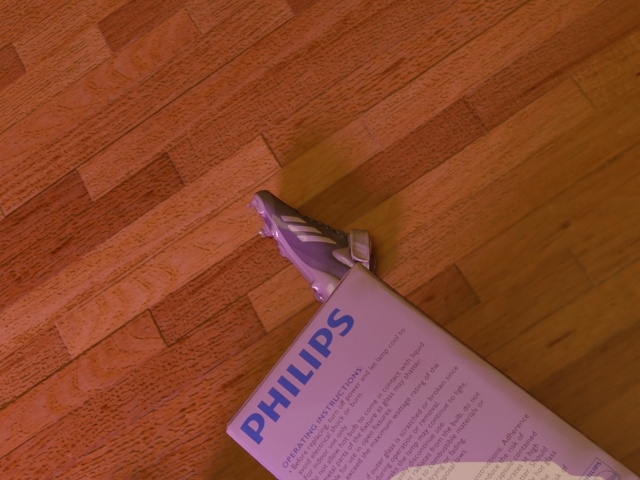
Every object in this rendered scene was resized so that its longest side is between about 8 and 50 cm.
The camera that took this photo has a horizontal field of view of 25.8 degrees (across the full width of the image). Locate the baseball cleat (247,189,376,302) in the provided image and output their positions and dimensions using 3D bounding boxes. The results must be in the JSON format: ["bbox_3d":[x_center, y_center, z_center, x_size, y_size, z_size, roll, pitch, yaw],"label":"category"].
[{"bbox_3d":[0.000,0.000,1.773,0.109,0.072,0.206,-33,68,-9],"label":"baseball cleat"}]

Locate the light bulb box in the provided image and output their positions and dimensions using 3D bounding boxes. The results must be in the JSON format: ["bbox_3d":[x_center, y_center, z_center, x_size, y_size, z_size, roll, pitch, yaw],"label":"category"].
[{"bbox_3d":[0.148,0.256,1.458,0.361,0.358,0.225,37,85,28],"label":"light bulb box"}]
